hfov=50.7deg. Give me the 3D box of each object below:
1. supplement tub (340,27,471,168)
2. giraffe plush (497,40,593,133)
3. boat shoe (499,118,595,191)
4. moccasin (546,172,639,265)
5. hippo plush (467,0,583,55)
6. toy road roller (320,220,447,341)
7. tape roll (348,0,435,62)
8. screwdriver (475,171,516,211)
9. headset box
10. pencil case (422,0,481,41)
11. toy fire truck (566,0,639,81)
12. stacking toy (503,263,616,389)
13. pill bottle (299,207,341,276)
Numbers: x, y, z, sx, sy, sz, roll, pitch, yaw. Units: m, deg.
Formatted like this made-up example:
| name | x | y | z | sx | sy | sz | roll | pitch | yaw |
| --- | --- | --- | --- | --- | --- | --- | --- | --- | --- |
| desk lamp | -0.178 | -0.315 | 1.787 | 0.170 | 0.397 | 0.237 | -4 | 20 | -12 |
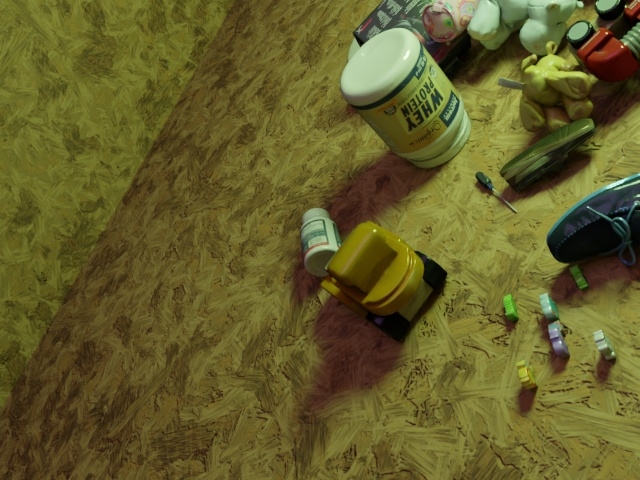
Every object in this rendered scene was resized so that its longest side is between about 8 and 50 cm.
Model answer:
| name | x | y | z | sx | sy | sz | roll | pitch | yaw |
| --- | --- | --- | --- | --- | --- | --- | --- | --- | --- |
| supplement tub | 0.224 | -0.353 | 1.721 | 0.228 | 0.316 | 0.228 | -28 | 41 | 28 |
| giraffe plush | 0.530 | -0.355 | 1.540 | 0.170 | 0.210 | 0.181 | -45 | -15 | -42 |
| boat shoe | 0.506 | -0.185 | 1.486 | 0.223 | 0.073 | 0.080 | -32 | 15 | 28 |
| moccasin | 0.581 | -0.048 | 1.230 | 0.342 | 0.137 | 0.117 | -34 | 43 | 22 |
| hippo plush | 0.546 | -0.603 | 1.720 | 0.236 | 0.234 | 0.294 | 32 | 127 | 30 |
| toy road roller | 0.105 | 0.055 | 1.549 | 0.203 | 0.240 | 0.329 | -52 | 36 | -4 |
| tape roll | 0.260 | -0.661 | 2.170 | 0.392 | 0.072 | 0.392 | -28 | 42 | 28 |
| screwdriver | 0.406 | -0.114 | 1.566 | 0.024 | 0.025 | 0.170 | -42 | 36 | 10 |
| headset box | 0.275 | -0.569 | 1.945 | 0.218 | 0.110 | 0.293 | -47 | 73 | 5 |
| pencil case | 0.399 | -0.647 | 1.822 | 0.284 | 0.124 | 0.124 | -40 | 31 | -25 |
| toy fire truck | 0.682 | -0.409 | 1.410 | 0.217 | 0.158 | 0.246 | -45 | 43 | 17 |
| stacking toy | 0.437 | 0.157 | 1.270 | 0.167 | 0.052 | 0.221 | -29 | 40 | 26 |
| pill bottle | 0.000 | 0.000 | 1.823 | 0.108 | 0.108 | 0.180 | -34 | 38 | 20 |
